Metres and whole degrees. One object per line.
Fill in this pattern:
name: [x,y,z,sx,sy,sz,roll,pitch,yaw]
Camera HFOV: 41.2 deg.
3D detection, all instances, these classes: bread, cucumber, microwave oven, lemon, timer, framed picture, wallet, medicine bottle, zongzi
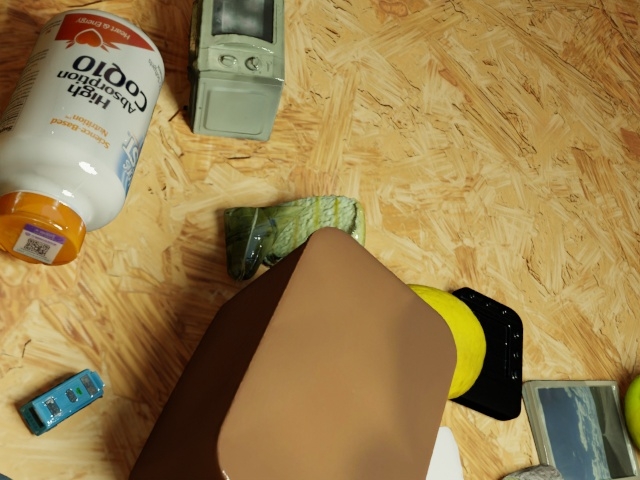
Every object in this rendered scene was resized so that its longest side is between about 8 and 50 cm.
bread: [-0.005,0.001,1.196,0.110,0.156,0.103,49,41,-57]
cucumber: [0.320,0.374,1.284,0.112,0.064,0.064,1,67,-43]
microwave oven: [-0.122,-0.265,1.189,0.129,0.163,0.204,5,60,-12]
lemon: [0.133,0.142,1.180,0.207,0.170,0.169,20,55,-38]
timer: [0.256,0.180,1.346,0.144,0.055,0.187,25,57,-26]
framed picture: [0.447,0.329,1.447,0.260,0.023,0.188,7,65,-38]
wallet: [0.124,0.306,1.175,0.190,0.033,0.095,1,68,-39]
medicine bottle: [-0.284,-0.115,0.974,0.157,0.157,0.288,28,52,-26]
zongzi: [-0.071,0.003,1.140,0.113,0.052,0.104,-3,72,-10]

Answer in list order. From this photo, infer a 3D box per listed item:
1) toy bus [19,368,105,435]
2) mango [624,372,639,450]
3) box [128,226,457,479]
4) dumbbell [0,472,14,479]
toy bus: [-0.272,0.169,0.906,0.083,0.046,0.038,-31,89,-44]
mango: [0.662,0.317,1.537,0.343,0.156,0.192,8,71,-48]
box: [-0.029,0.199,0.965,0.239,0.229,0.339,39,48,-16]
dumbbell: [-0.233,0.330,0.781,0.316,0.144,0.156,34,49,-22]
